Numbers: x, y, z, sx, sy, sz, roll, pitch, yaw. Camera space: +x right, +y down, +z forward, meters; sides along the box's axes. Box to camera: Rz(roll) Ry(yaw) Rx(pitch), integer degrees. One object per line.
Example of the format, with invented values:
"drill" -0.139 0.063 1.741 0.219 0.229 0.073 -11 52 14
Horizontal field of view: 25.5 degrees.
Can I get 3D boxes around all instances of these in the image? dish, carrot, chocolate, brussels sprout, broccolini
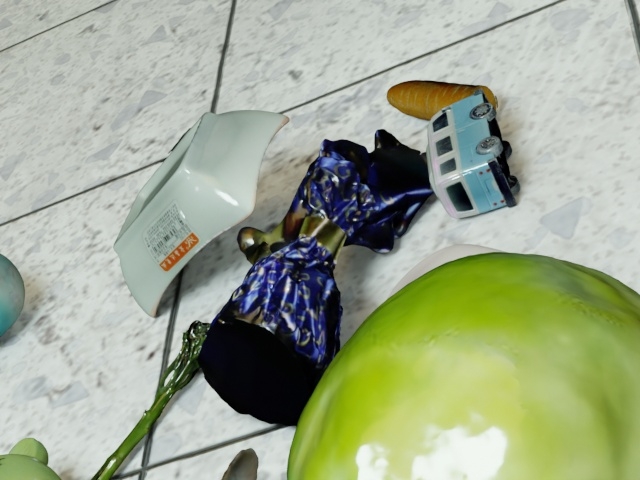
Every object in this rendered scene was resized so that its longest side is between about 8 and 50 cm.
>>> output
"dish" -0.128 -0.039 1.377 0.212 0.077 0.151 -44 19 42
"carrot" 0.117 -0.140 1.417 0.048 0.048 0.139 -45 33 -19
"chocolate" 0.002 -0.001 1.254 0.148 0.126 0.343 12 47 17
"brussels sprout" 0.116 0.170 0.817 0.268 0.344 0.344 3 41 8
"broccolini" -0.158 0.160 1.268 0.042 0.044 0.218 22 65 34

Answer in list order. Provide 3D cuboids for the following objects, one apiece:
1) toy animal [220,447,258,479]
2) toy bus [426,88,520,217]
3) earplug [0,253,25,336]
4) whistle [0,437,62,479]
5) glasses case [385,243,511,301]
"toy animal" -0.087 0.248 1.052 0.179 0.089 0.188 -31 35 31
"toy bus" 0.136 -0.078 1.303 0.074 0.060 0.123 -20 36 14
"earplug" -0.465 0.091 1.501 0.323 0.185 0.185 -20 34 8
"whistle" -0.232 0.256 1.130 0.131 0.106 0.288 -49 35 -7
"glasses case" 0.160 0.076 1.068 0.113 0.075 0.296 -46 34 -17
